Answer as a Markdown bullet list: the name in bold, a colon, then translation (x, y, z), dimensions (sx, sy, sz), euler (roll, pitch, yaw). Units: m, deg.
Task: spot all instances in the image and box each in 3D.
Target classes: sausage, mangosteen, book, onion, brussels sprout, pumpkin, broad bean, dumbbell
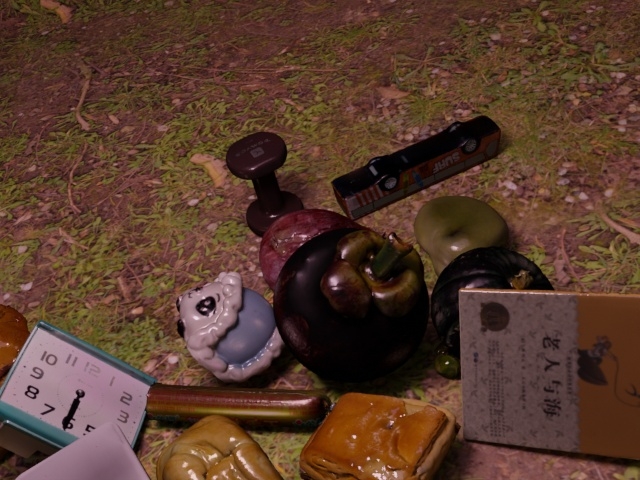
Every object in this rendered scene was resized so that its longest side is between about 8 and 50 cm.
- **sausage**: translation (-0.140, 0.308, 1.668), dimensions (0.372, 0.082, 0.082), euler (0, 43, 16)
- **mangosteen**: translation (0.054, 0.118, 1.641), dimensions (0.297, 0.297, 0.313), euler (-12, -3, 5)
- **book**: translation (0.413, 0.213, 1.455), dimensions (0.389, 0.269, 0.032), euler (0, 7, 26)
- **onion**: translation (0.000, 0.000, 1.935), dimensions (0.283, 0.120, 0.227), euler (-16, 45, 0)
- **brussels sprout**: translation (0.235, 0.220, 1.669), dimensions (0.051, 0.046, 0.083), euler (-14, 30, 10)
- **pumpkin**: translation (0.325, 0.120, 1.624), dimensions (0.250, 0.216, 0.250), euler (12, 52, -15)
- **broad bean**: translation (0.291, -0.020, 1.860), dimensions (0.189, 0.121, 0.263), euler (-10, 38, 1)
- **dumbbell**: translation (-0.123, -0.125, 2.032), dimensions (0.140, 0.225, 0.124), euler (-29, 45, -12)

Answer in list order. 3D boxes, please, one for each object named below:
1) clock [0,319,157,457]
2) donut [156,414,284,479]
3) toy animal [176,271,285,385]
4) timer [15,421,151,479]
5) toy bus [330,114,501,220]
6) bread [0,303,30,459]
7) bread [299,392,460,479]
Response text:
- **clock**: translation (-0.465, 0.309, 1.675), dimensions (0.116, 0.262, 0.231), euler (-46, 21, 37)
- **donut**: translation (-0.108, 0.435, 1.322), dimensions (0.170, 0.360, 0.360), euler (-32, 43, -19)
- **toy animal**: translation (-0.171, 0.157, 1.741), dimensions (0.156, 0.204, 0.208), euler (-41, 23, 8)
- **timer**: translation (-0.358, 0.455, 1.477), dimensions (0.192, 0.195, 0.194), euler (-31, 43, -16)
- **toy bus**: translation (0.224, -0.174, 2.076), dimensions (0.409, 0.092, 0.093), euler (-24, 43, -9)
- **bread**: translation (-0.738, 0.296, 1.774), dimensions (0.398, 0.215, 0.398), euler (-9, 40, 7)
- **bread**: translation (0.092, 0.340, 1.498), dimensions (0.235, 0.099, 0.210), euler (3, 35, 37)
